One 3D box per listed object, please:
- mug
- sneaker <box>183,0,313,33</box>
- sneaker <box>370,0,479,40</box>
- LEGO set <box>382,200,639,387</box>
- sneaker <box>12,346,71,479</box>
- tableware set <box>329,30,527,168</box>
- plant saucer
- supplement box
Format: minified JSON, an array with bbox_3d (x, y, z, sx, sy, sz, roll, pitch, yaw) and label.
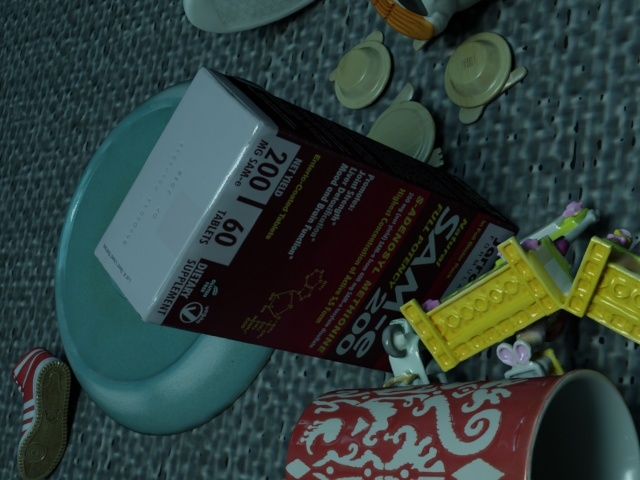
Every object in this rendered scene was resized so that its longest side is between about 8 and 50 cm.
[{"bbox_3d":[0.061,0.135,0.598,0.169,0.150,0.113,-6,114,42],"label":"mug"},{"bbox_3d":[-0.014,-0.301,0.898,0.296,0.105,0.147,-45,49,18],"label":"sneaker"},{"bbox_3d":[0.050,-0.272,0.775,0.262,0.121,0.099,61,169,0],"label":"sneaker"},{"bbox_3d":[0.168,0.038,0.638,0.287,0.107,0.132,-8,107,38],"label":"LEGO set"},{"bbox_3d":[-0.259,0.156,1.030,0.067,0.042,0.118,27,106,56],"label":"sneaker"},{"bbox_3d":[0.069,-0.124,0.814,0.141,0.020,0.168,-42,51,25],"label":"tableware set"},{"bbox_3d":[-0.136,0.005,0.958,0.318,0.044,0.317,-16,65,40],"label":"plant saucer"},{"bbox_3d":[0.000,0.000,0.684,0.073,0.239,0.130,45,109,41],"label":"supplement box"}]
